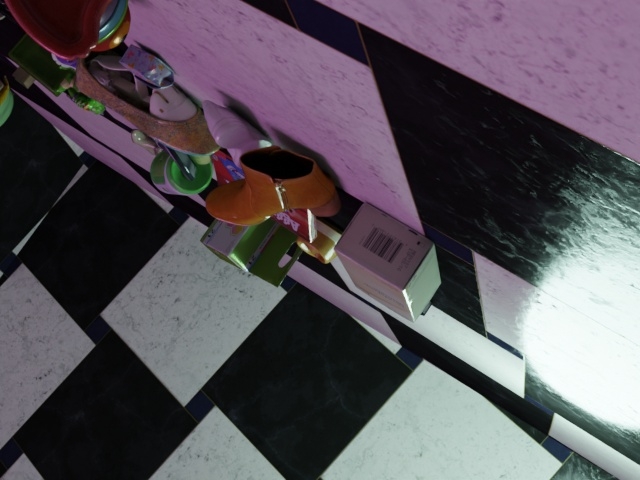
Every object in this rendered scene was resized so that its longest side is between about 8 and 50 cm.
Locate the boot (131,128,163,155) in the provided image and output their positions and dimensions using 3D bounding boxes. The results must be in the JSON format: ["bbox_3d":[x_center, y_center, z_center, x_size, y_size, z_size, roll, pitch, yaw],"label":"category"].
[{"bbox_3d":[-0.498,-0.282,2.669,0.087,0.042,0.118,26,171,15],"label":"boot"}]

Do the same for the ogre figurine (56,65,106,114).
[{"bbox_3d":[-0.565,-0.373,2.195,0.118,0.097,0.197,39,136,5],"label":"ogre figurine"}]

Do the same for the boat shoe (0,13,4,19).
[{"bbox_3d":[-0.777,-0.563,1.911,0.285,0.102,0.092,34,168,-29],"label":"boat shoe"}]

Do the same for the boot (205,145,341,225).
[{"bbox_3d":[-0.116,-0.109,1.693,0.295,0.104,0.211,1,160,20],"label":"boot"}]

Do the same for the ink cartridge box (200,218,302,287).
[{"bbox_3d":[-0.160,-0.014,2.350,0.255,0.188,0.097,24,165,46],"label":"ink cartridge box"}]

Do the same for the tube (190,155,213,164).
[{"bbox_3d":[-0.293,-0.244,1.990,0.240,0.070,0.062,62,-168,-65],"label":"tube"}]

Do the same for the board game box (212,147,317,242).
[{"bbox_3d":[-0.127,-0.111,2.034,0.281,0.027,0.145,31,152,24],"label":"board game box"}]

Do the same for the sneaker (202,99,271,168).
[{"bbox_3d":[-0.157,-0.202,1.687,0.094,0.080,0.212,53,-178,20],"label":"sneaker"}]

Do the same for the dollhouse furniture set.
[{"bbox_3d":[-0.752,-0.350,2.313,0.151,0.301,0.197,37,169,-1],"label":"dollhouse furniture set"}]

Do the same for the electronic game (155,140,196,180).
[{"bbox_3d":[-0.354,-0.234,2.082,0.229,0.048,0.229,57,177,4],"label":"electronic game"}]

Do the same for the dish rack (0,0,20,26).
[{"bbox_3d":[-0.562,-0.464,1.701,0.208,0.074,0.271,33,172,5],"label":"dish rack"}]

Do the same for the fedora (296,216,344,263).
[{"bbox_3d":[0.000,0.000,2.170,0.194,0.079,0.194,34,173,5],"label":"fedora"}]

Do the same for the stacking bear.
[{"bbox_3d":[-0.338,-0.339,1.285,0.164,0.175,0.289,33,180,-6],"label":"stacking bear"}]

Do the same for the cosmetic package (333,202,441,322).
[{"bbox_3d":[0.139,0.051,1.798,0.160,0.113,0.309,31,171,18],"label":"cosmetic package"}]

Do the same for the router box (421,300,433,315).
[{"bbox_3d":[0.191,0.129,2.285,0.133,0.046,0.179,36,172,-10],"label":"router box"}]

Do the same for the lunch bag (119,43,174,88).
[{"bbox_3d":[-0.315,-0.314,1.680,0.071,0.053,0.083,32,-179,26],"label":"lunch bag"}]

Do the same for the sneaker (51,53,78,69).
[{"bbox_3d":[-0.523,-0.403,2.019,0.071,0.068,0.170,12,170,30],"label":"sneaker"}]

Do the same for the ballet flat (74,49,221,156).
[{"bbox_3d":[-0.345,-0.285,1.815,0.349,0.123,0.123,30,171,15],"label":"ballet flat"}]

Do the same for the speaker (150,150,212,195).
[{"bbox_3d":[-0.367,-0.182,2.392,0.131,0.131,0.296,37,171,-18],"label":"speaker"}]
